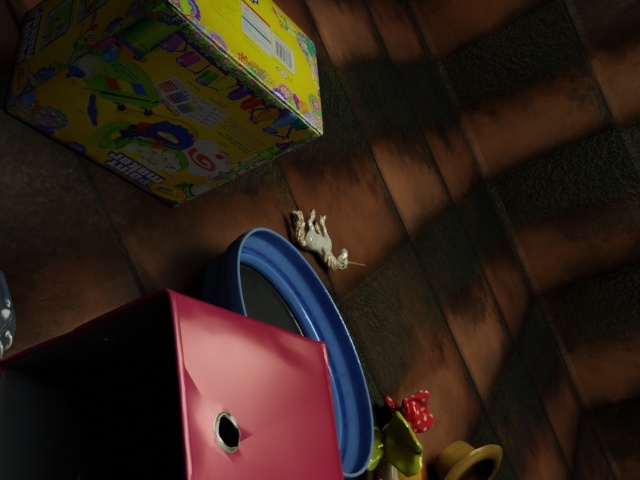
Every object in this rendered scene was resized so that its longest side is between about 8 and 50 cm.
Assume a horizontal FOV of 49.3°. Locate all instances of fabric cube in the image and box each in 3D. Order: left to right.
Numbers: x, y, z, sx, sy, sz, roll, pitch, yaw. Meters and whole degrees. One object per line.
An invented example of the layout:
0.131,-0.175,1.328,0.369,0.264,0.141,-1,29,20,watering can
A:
-0.145,0.229,0.701,0.258,0.259,0.254,29,45,-51,fabric cube

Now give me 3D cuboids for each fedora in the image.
0.293,0.477,1.456,0.079,0.194,0.194,41,6,41,fedora

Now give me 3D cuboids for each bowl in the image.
-0.043,0.170,1.041,0.391,0.077,0.391,56,17,-27,bowl

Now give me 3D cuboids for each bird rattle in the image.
0.138,0.395,1.283,0.253,0.143,0.206,7,75,-74,bird rattle

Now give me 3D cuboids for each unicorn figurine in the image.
0.000,0.000,1.361,0.162,0.060,0.111,10,61,-40,unicorn figurine

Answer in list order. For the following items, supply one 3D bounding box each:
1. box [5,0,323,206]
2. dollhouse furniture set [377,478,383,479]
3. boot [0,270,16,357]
-0.195,-0.220,0.924,0.290,0.279,0.177,34,42,-48,box
0.065,0.474,1.074,0.129,0.129,0.183,40,14,-41,dollhouse furniture set
-0.329,0.110,0.666,0.086,0.069,0.190,7,62,-56,boot
